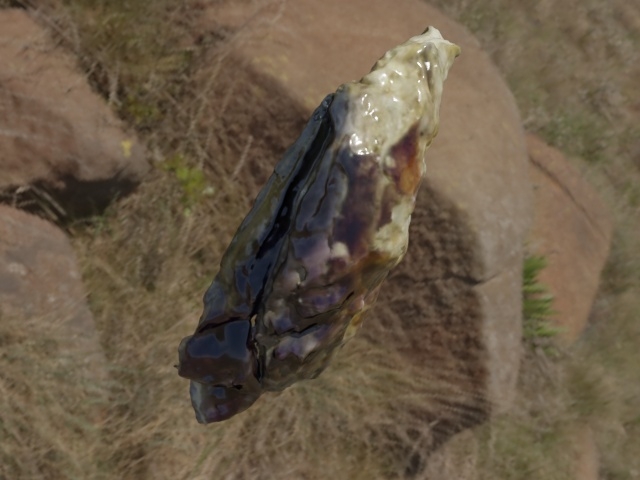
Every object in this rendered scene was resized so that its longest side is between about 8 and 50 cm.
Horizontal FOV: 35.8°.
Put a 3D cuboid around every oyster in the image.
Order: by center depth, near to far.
[{"bbox_3d":[0.009,0.006,0.723,0.100,0.271,0.275,30,61,13],"label":"oyster"}]
